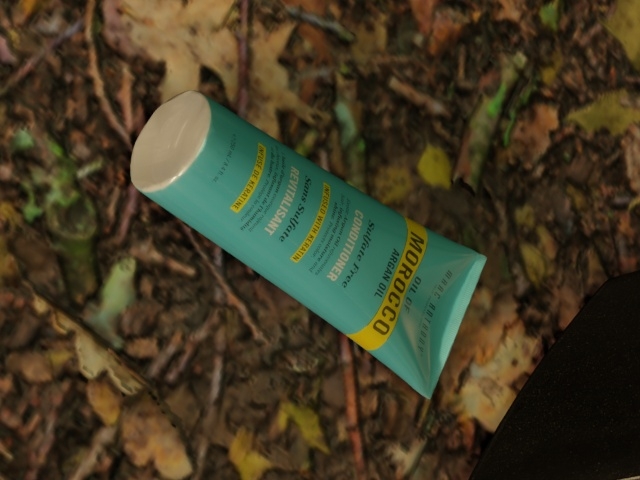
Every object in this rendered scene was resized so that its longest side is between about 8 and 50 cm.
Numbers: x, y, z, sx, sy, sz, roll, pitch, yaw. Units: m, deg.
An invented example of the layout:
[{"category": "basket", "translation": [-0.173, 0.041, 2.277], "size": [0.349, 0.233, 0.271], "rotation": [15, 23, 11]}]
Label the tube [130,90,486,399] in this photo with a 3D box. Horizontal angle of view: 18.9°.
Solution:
[{"category": "tube", "translation": [0.000, 0.000, 0.924], "size": [0.207, 0.052, 0.080], "rotation": [33, 79, -37]}]

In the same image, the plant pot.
[{"category": "plant pot", "translation": [0.212, 0.107, 0.999], "size": [0.188, 0.187, 0.167], "rotation": [40, 52, -28]}]
